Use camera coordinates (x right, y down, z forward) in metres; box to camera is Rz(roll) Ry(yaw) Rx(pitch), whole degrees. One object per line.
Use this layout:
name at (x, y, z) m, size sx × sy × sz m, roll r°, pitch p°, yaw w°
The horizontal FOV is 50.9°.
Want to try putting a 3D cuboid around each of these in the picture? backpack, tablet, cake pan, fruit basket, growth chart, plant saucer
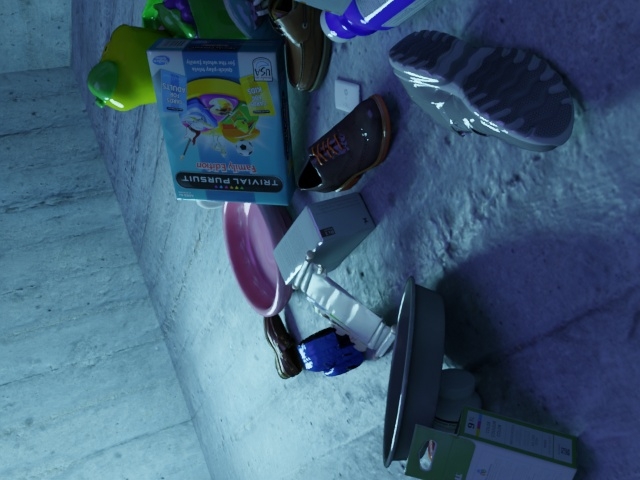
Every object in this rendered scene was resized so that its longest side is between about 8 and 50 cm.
backpack at (0.022, 0.226, 1.367) m, size 0.098 × 0.120 × 0.101 m, roll -46°, pitch 62°, yaw 60°
tablet at (0.048, -0.256, 1.196) m, size 0.083 × 0.006 × 0.054 m, roll 33°, pitch 131°, yaw 53°
cake pan at (0.142, 0.202, 1.035) m, size 0.293 × 0.054 × 0.292 m, roll 8°, pitch -90°, yaw -87°
fruit basket at (-0.355, -0.442, 1.495) m, size 0.392 × 0.392 × 0.282 m, roll -22°, pitch 83°, yaw 64°
growth chart at (0.042, 0.130, 1.262) m, size 0.237 × 0.021 × 0.172 m, roll 40°, pitch 150°, yaw 3°
plant saucer at (-0.139, 0.015, 1.620) m, size 0.332 × 0.084 × 0.331 m, roll 38°, pitch 136°, yaw 50°

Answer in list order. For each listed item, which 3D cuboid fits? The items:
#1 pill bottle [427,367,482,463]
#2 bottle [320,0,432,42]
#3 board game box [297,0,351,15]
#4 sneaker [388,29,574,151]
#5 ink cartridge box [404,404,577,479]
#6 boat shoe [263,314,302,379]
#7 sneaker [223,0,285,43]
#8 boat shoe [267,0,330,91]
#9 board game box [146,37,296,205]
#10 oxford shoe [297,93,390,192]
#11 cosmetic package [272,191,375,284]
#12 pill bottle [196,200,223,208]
pill bottle at (0.211, 0.283, 1.060) m, size 0.086 × 0.086 × 0.151 m, roll 28°, pitch 127°, yaw 57°
bottle at (0.088, -0.363, 0.960) m, size 0.283 × 0.092 × 0.118 m, roll -14°, pitch 85°, yaw 64°
board game box at (-0.009, -0.475, 0.921) m, size 0.144 × 0.142 × 0.275 m, roll -46°, pitch 41°, yaw 51°
sneaker at (0.208, -0.179, 0.852) m, size 0.281 × 0.105 × 0.115 m, roll 45°, pitch 170°, yaw 43°
ink cartridge box at (0.229, 0.293, 0.915) m, size 0.210 × 0.062 × 0.108 m, roll 13°, pitch 125°, yaw 11°
boat shoe at (-0.091, 0.258, 1.688) m, size 0.060 × 0.064 × 0.177 m, roll -21°, pitch 85°, yaw 33°
sneaker at (-0.133, -0.509, 1.263) m, size 0.121 × 0.108 × 0.302 m, roll 4°, pitch 122°, yaw 65°
boat shoe at (-0.046, -0.406, 1.190) m, size 0.110 × 0.105 × 0.307 m, roll 47°, pitch 143°, yaw 42°
board game box at (-0.191, -0.236, 1.372) m, size 0.079 × 0.254 × 0.335 m, roll -73°, pitch -17°, yaw -53°
oxford shoe at (0.038, -0.153, 1.163) m, size 0.096 × 0.099 × 0.271 m, roll 66°, pitch 153°, yaw 18°
cosmetic package at (0.000, 0.000, 1.299) m, size 0.085 × 0.118 × 0.231 m, roll 66°, pitch 151°, yaw 16°
pill bottle at (-0.305, -0.208, 1.781) m, size 0.229 × 0.131 × 0.131 m, roll 62°, pitch 151°, yaw 26°
